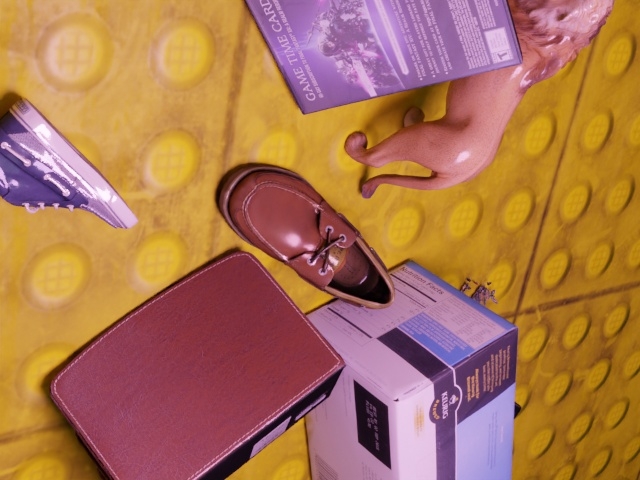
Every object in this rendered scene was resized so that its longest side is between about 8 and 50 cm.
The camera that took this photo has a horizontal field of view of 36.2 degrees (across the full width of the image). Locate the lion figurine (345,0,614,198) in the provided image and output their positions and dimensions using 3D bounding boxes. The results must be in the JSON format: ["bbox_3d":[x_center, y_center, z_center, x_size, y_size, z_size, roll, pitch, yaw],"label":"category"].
[{"bbox_3d":[0.200,-0.190,1.227,0.142,0.240,0.392,11,108,-44],"label":"lion figurine"}]

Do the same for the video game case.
[{"bbox_3d":[0.072,-0.247,1.102,0.196,0.274,0.026,61,26,-43],"label":"video game case"}]

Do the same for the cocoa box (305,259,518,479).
[{"bbox_3d":[0.130,0.252,1.434,0.228,0.231,0.347,-26,129,-28],"label":"cocoa box"}]

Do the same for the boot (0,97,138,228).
[{"bbox_3d":[-0.278,-0.057,1.021,0.086,0.069,0.190,-43,128,-4],"label":"boot"}]

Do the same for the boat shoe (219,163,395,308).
[{"bbox_3d":[0.000,0.000,1.262,0.307,0.104,0.111,32,91,-47],"label":"boat shoe"}]

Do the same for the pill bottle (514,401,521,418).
[{"bbox_3d":[0.246,0.351,1.676,0.122,0.122,0.219,31,91,-47],"label":"pill bottle"}]

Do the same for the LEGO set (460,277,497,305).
[{"bbox_3d":[0.258,0.086,1.606,0.054,0.023,0.083,-49,123,-10],"label":"LEGO set"}]

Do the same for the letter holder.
[{"bbox_3d":[-0.158,0.184,1.223,0.301,0.214,0.152,-36,165,-21],"label":"letter holder"}]
